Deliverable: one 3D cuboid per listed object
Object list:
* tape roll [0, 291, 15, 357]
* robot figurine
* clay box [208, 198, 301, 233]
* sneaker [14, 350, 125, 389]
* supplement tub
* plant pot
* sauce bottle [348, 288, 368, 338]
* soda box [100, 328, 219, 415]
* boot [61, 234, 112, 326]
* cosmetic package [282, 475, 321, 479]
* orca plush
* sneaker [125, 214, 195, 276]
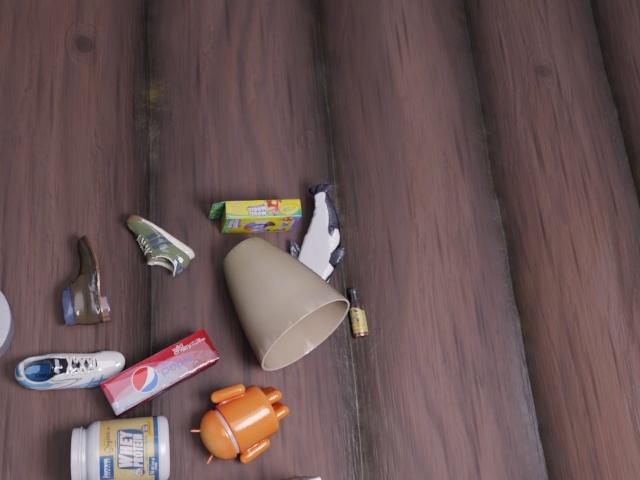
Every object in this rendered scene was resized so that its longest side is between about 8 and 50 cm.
[{"bbox_3d":[-0.805,0.190,1.503,0.219,0.072,0.219,4,71,-13],"label":"tape roll"},{"bbox_3d":[-0.186,0.420,1.562,0.220,0.158,0.128,-27,48,-22],"label":"robot figurine"},{"bbox_3d":[-0.171,-0.060,1.730,0.222,0.127,0.053,-4,74,-16],"label":"clay box"},{"bbox_3d":[-0.565,0.292,1.526,0.237,0.086,0.085,-5,71,-18],"label":"sneaker"},{"bbox_3d":[-0.434,0.463,1.469,0.200,0.144,0.144,-2,72,-16],"label":"supplement tub"},{"bbox_3d":[-0.111,0.129,1.638,0.257,0.256,0.274,-30,66,-22],"label":"plant pot"},{"bbox_3d":[0.096,0.191,1.763,0.042,0.042,0.128,-5,71,-17],"label":"sauce bottle"},{"bbox_3d":[-0.371,0.308,1.568,0.263,0.092,0.083,-28,80,-22],"label":"soda box"},{"bbox_3d":[-0.572,0.098,1.593,0.106,0.082,0.219,-14,78,-22],"label":"boot"},{"bbox_3d":[-0.185,0.628,1.445,0.385,0.217,0.156,-11,75,-17],"label":"cosmetic package"},{"bbox_3d":[0.000,0.000,1.788,0.151,0.102,0.287,-13,76,19],"label":"orca plush"},{"bbox_3d":[-0.413,0.018,1.670,0.192,0.064,0.086,32,62,-6],"label":"sneaker"}]
